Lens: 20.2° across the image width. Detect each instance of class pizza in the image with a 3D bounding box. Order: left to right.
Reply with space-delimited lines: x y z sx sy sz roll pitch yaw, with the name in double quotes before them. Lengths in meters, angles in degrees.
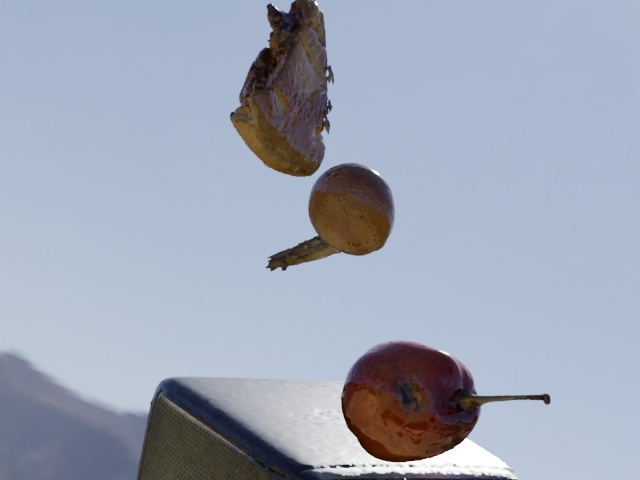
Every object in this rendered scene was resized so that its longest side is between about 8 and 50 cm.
"pizza" -0.043 -0.173 1.908 0.069 0.194 0.154 -1 -22 32

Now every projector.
"projector" 0.000 0.352 2.458 0.395 0.242 0.405 4 13 -35

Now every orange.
"orange" 0.029 -0.027 1.583 0.085 0.085 0.085 20 -11 4

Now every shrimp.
"shrimp" 0.000 0.000 1.706 0.114 0.023 0.083 -19 -13 -4

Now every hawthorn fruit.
"hawthorn fruit" 0.162 0.188 2.177 0.285 0.165 0.165 -9 -26 30
